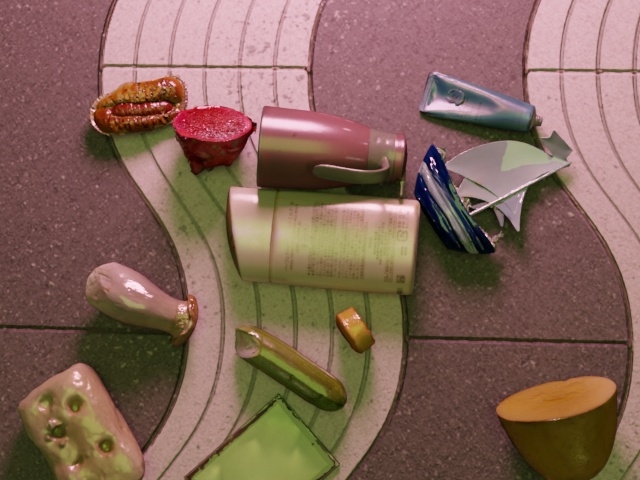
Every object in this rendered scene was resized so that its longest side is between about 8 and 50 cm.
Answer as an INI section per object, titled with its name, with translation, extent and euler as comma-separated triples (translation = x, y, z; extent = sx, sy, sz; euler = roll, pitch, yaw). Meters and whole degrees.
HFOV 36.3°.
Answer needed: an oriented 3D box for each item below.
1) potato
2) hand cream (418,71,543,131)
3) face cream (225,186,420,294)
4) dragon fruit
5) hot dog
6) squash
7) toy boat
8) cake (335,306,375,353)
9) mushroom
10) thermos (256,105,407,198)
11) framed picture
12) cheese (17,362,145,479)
[potato]
translation = 0.414, 0.336, 1.660
extent = 0.203, 0.178, 0.158
euler = -15, 98, -23
[hand cream]
translation = 0.297, -0.247, 1.791
extent = 0.224, 0.048, 0.083
euler = 15, 87, 10
[face cream]
translation = 0.000, 0.000, 1.753
extent = 0.348, 0.081, 0.173
euler = 4, 87, 4
[dragon fruit]
translation = -0.194, -0.171, 1.784
extent = 0.153, 0.153, 0.111
euler = 9, 126, 4
[hot dog]
translation = -0.337, -0.248, 1.817
extent = 0.192, 0.053, 0.099
euler = -14, 79, -1
[squash]
translation = -0.056, 0.226, 1.736
extent = 0.239, 0.069, 0.069
euler = 33, 86, 6
[toy boat]
translation = 0.315, -0.082, 1.755
extent = 0.291, 0.070, 0.210
euler = -5, 84, 0
[cake]
translation = 0.060, 0.160, 1.732
extent = 0.044, 0.084, 0.084
euler = -35, 83, -4
[mushroom]
translation = -0.321, 0.112, 1.757
extent = 0.212, 0.088, 0.097
euler = 20, 52, 0
[thermos]
translation = 0.022, -0.150, 1.732
extent = 0.265, 0.176, 0.146
euler = 6, 119, 2
[framed picture]
translation = -0.105, 0.413, 1.745
extent = 0.231, 0.010, 0.173
euler = -40, 83, -2
[cheese]
translation = -0.419, 0.360, 1.729
extent = 0.159, 0.093, 0.263
euler = -34, 83, 0
